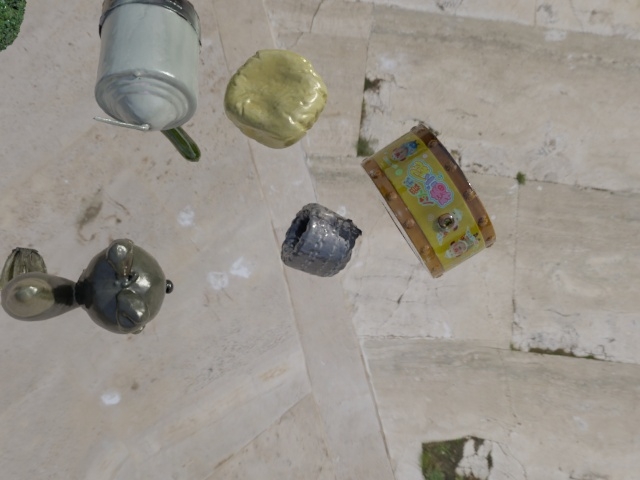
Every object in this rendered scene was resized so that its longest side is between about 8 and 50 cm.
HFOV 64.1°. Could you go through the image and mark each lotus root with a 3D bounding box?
[{"bbox_3d":[-0.951,0.094,1.649,0.143,0.070,0.144,3,83,-30],"label":"lotus root"}]

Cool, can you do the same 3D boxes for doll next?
[{"bbox_3d":[-0.561,0.144,1.261,0.378,0.382,0.253,-23,91,-27],"label":"doll"}]

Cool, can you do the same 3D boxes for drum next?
[{"bbox_3d":[0.308,-0.111,1.494,0.214,0.431,0.431,-32,82,7],"label":"drum"}]

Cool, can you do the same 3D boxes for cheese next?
[{"bbox_3d":[-0.102,-0.326,1.155,0.225,0.117,0.214,31,85,12],"label":"cheese"}]

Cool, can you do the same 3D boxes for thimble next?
[{"bbox_3d":[0.000,0.000,1.500,0.172,0.236,0.205,22,60,-16],"label":"thimble"}]

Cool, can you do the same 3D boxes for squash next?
[{"bbox_3d":[-0.367,-0.268,1.275,0.052,0.052,0.183,-45,100,-7],"label":"squash"}]

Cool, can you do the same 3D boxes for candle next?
[{"bbox_3d":[-0.371,-0.372,1.113,0.221,0.221,0.343,-4,70,-1],"label":"candle"}]

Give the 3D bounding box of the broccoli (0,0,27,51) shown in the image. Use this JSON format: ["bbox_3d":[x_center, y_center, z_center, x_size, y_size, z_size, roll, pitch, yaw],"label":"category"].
[{"bbox_3d":[-0.519,-0.321,0.659,0.261,0.269,0.242,-30,87,19],"label":"broccoli"}]
